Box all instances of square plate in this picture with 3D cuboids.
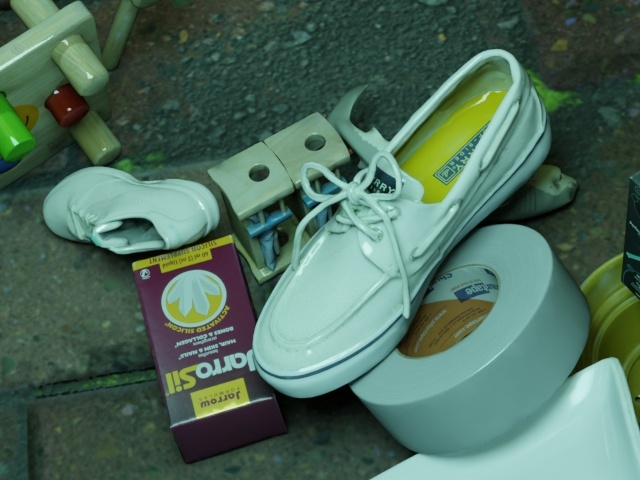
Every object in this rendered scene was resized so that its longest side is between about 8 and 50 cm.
[{"bbox_3d":[0.119,0.269,1.275,0.347,0.049,0.344,-30,24,14],"label":"square plate"}]

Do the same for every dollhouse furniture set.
[{"bbox_3d":[0.000,0.000,1.545,0.129,0.129,0.183,-29,58,-10],"label":"dollhouse furniture set"}]

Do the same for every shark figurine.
[{"bbox_3d":[0.102,-0.048,1.584,0.278,0.116,0.166,20,29,11],"label":"shark figurine"}]

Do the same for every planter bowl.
[{"bbox_3d":[0.327,0.112,1.447,0.217,0.090,0.217,-4,56,5],"label":"planter bowl"}]

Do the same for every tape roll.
[{"bbox_3d":[0.130,0.086,1.439,0.219,0.072,0.219,-30,27,17],"label":"tape roll"}]

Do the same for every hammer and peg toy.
[{"bbox_3d":[-0.281,-0.138,1.614,0.361,0.266,0.127,-35,77,-14],"label":"hammer and peg toy"}]

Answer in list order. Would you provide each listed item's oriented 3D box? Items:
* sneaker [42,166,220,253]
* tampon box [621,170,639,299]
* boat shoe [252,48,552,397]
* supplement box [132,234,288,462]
[{"bbox_3d":[-0.208,-0.020,1.581,0.212,0.080,0.094,0,28,35],"label":"sneaker"},{"bbox_3d":[0.336,0.004,1.367,0.101,0.161,0.120,-32,58,-14],"label":"tampon box"},{"bbox_3d":[0.061,-0.030,1.412,0.367,0.156,0.136,-45,55,-10],"label":"boat shoe"},{"bbox_3d":[-0.106,0.102,1.526,0.104,0.081,0.188,-16,57,-2],"label":"supplement box"}]
